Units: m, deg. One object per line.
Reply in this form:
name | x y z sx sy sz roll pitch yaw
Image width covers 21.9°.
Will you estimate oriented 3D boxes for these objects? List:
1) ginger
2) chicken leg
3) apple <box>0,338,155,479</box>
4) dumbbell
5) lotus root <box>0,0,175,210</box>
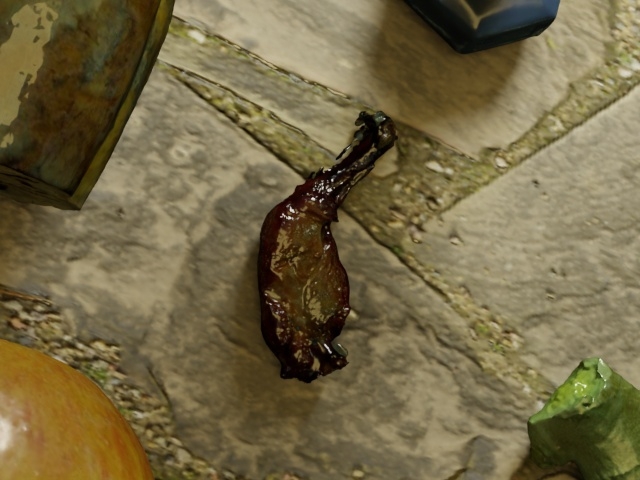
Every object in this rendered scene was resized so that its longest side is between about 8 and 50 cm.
ginger | 0.316 0.215 1.488 0.290 0.089 0.137 25 66 -12
chicken leg | 0.000 0.000 1.462 0.106 0.051 0.253 18 84 -14
apple | -0.314 0.217 1.235 0.400 0.400 0.333 -4 81 -9
dumbbell | 0.162 -0.263 1.362 0.156 0.316 0.143 44 78 1
lotus root | -0.238 -0.206 1.348 0.250 0.250 0.346 25 79 -7
